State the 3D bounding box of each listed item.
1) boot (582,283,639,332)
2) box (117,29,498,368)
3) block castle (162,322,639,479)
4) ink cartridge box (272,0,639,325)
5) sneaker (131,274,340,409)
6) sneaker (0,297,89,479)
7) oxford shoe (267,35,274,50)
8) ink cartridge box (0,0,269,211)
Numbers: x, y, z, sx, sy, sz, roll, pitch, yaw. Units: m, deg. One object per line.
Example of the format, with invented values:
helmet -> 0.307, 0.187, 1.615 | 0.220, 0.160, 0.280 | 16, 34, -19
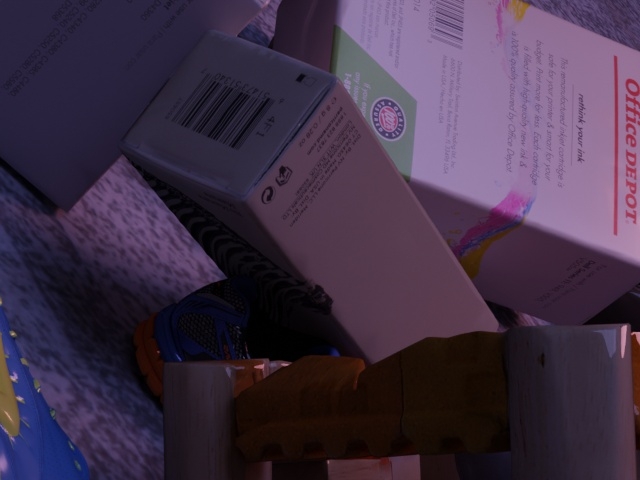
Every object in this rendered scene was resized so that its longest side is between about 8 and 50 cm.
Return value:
boot -> 0.273, 0.142, 1.574 | 0.263, 0.091, 0.229 | 55, 23, 12
box -> 0.000, 0.000, 1.165 | 0.113, 0.094, 0.275 | 24, -19, 39
block castle -> 0.144, 0.167, 1.013 | 0.453, 0.303, 0.213 | 7, 79, -49
ink cartridge box -> 0.138, -0.067, 1.461 | 0.353, 0.119, 0.207 | 20, 55, -21
sneaker -> -0.008, 0.107, 1.144 | 0.221, 0.087, 0.083 | 41, 24, -14
sneaker -> -0.176, 0.078, 0.934 | 0.126, 0.091, 0.240 | 52, 14, -40
oxford shoe -> 0.089, -0.056, 1.578 | 0.348, 0.123, 0.130 | 44, 42, 2
ink cartridge box -> -0.177, -0.201, 1.205 | 0.270, 0.197, 0.198 | 41, 23, -12
